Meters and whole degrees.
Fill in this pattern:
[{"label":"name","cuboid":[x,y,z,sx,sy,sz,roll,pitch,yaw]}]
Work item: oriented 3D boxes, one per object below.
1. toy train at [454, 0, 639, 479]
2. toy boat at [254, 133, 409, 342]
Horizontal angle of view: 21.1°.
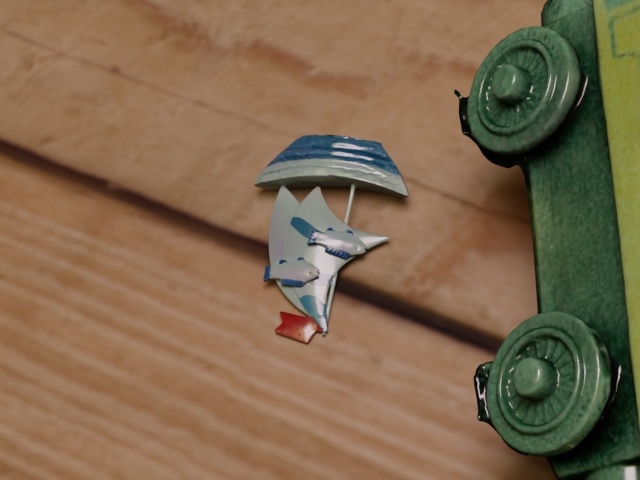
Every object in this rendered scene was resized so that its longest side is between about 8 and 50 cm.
[{"label":"toy train","cuboid":[0.214,-0.010,1.010,0.237,0.150,0.369,-23,57,36]},{"label":"toy boat","cuboid":[-0.007,-0.009,1.180,0.105,0.034,0.149,28,84,22]}]
